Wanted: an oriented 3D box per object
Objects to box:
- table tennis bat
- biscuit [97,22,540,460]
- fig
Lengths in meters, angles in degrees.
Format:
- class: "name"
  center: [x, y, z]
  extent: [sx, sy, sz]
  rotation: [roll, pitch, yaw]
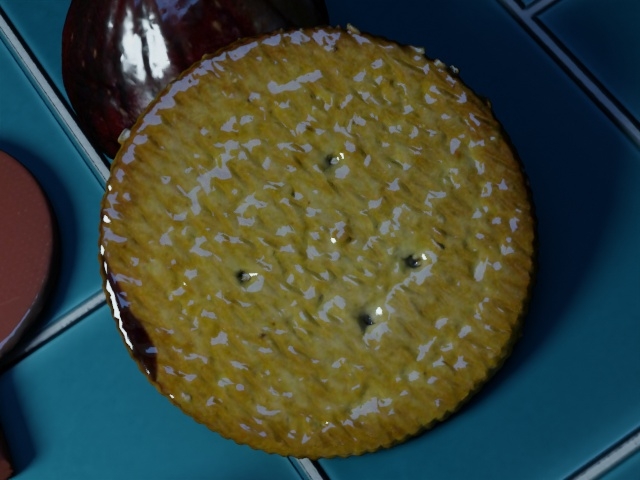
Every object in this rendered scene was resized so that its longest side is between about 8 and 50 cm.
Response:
- class: "table tennis bat"
  center: [-0.285, 0.046, 1.289]
  extent: [0.200, 0.038, 0.310]
  rotation: [-23, 57, 1]
- class: "biscuit"
  center: [0.000, 0.000, 1.167]
  extent: [0.305, 0.038, 0.305]
  rotation: [0, 87, -2]
- class: "fig"
  center: [-0.105, -0.164, 1.237]
  extent: [0.204, 0.249, 0.186]
  rotation: [-27, 49, 2]
